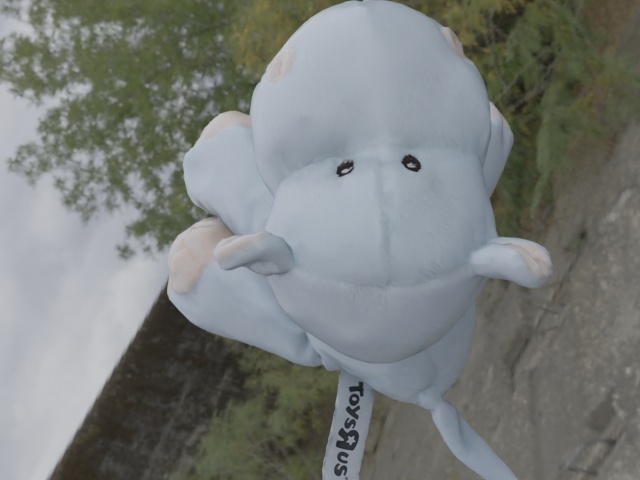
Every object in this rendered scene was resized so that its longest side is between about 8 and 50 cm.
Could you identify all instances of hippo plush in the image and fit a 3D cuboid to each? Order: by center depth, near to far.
[{"bbox_3d":[0.000,0.000,0.484,0.236,0.234,0.294,51,-141,-76],"label":"hippo plush"}]
